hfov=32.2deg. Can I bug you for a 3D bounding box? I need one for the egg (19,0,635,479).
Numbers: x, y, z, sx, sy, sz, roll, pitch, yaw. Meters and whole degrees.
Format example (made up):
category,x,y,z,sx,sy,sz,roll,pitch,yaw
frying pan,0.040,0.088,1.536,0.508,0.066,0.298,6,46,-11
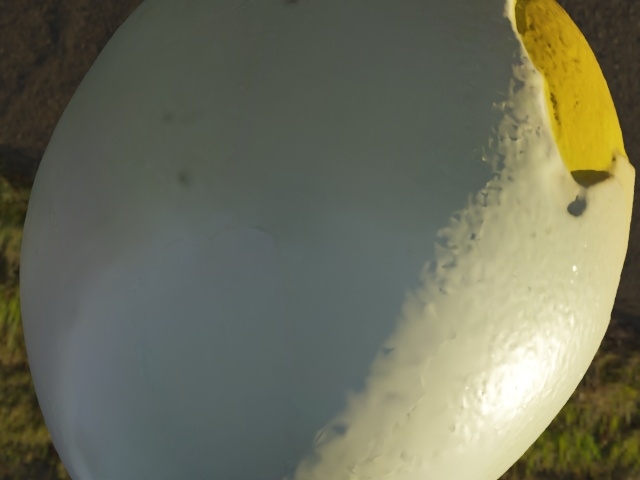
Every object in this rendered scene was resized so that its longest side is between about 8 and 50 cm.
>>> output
category,x,y,z,sx,sy,sz,roll,pitch,yaw
egg,0.000,0.000,0.541,0.283,0.345,0.283,16,137,16
